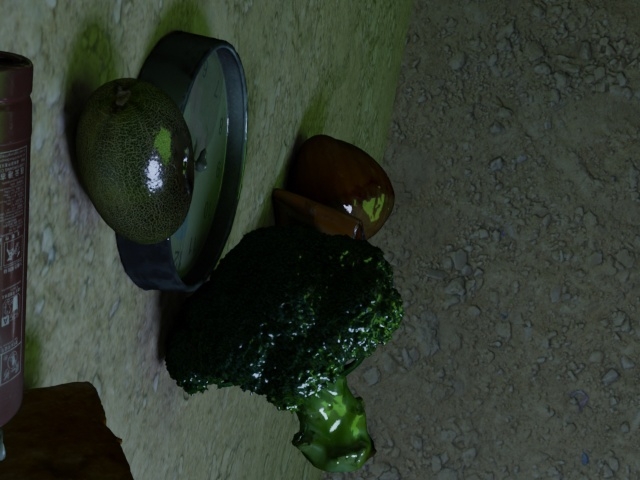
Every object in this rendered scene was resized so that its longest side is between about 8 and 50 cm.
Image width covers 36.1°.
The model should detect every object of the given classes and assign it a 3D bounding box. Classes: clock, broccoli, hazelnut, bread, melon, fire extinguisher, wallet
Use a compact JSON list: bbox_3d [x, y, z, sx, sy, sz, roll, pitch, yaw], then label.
[{"bbox_3d":[-0.139,-0.079,1.041,0.280,0.055,0.281,9,90,-81],"label":"clock"},{"bbox_3d":[-0.035,0.126,1.161,0.297,0.297,0.297,-58,136,-67],"label":"broccoli"},{"bbox_3d":[0.039,-0.087,1.730,0.210,0.186,0.210,-37,135,-51],"label":"hazelnut"},{"bbox_3d":[-0.201,0.205,0.694,0.260,0.134,0.129,50,-56,53],"label":"bread"},{"bbox_3d":[-0.155,-0.063,0.835,0.162,0.099,0.099,88,15,-48],"label":"melon"},{"bbox_3d":[-0.220,0.028,0.558,0.105,0.104,0.269,-52,151,-71],"label":"fire extinguisher"},{"bbox_3d":[0.000,0.003,1.640,0.195,0.160,0.042,84,30,-57],"label":"wallet"}]

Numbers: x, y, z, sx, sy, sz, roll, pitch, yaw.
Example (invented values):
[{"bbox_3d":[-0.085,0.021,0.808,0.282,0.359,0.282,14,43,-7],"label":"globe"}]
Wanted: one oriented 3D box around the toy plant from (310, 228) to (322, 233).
[{"bbox_3d":[-0.060,0.096,1.517,0.243,0.112,0.233,-23,134,-60],"label":"toy plant"}]
